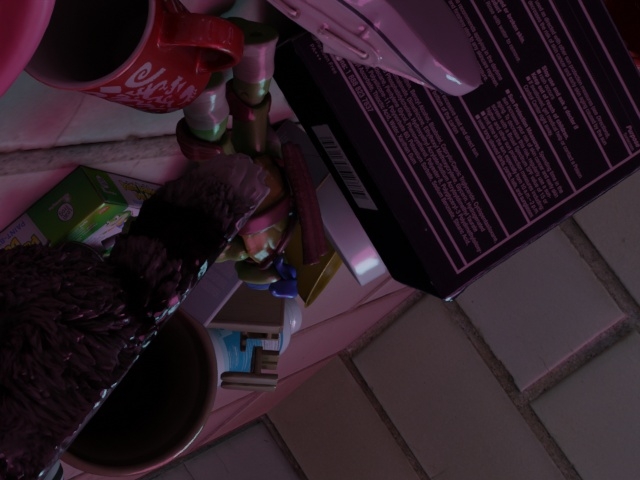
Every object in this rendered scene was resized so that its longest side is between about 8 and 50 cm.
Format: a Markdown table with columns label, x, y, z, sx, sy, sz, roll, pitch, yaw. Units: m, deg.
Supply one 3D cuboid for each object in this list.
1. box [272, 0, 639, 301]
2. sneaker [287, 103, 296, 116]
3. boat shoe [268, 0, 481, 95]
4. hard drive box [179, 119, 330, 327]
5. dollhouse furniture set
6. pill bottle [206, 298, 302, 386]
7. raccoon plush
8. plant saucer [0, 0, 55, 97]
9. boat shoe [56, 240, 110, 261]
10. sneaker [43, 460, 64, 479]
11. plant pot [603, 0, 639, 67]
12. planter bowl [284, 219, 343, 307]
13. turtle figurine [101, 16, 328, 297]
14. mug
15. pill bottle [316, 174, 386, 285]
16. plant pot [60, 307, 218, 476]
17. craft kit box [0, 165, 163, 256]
| label | x | y | z | sx | sy | sz | roll | pitch | yaw |
| --- | --- | --- | --- | --- | --- | --- | --- | --- | --- |
| box | 0.148 | -0.144 | 1.027 | 0.294 | 0.296 | 0.183 | -32 | -169 | -8 |
| sneaker | 0.018 | -0.177 | 1.157 | 0.057 | 0.075 | 0.161 | -24 | 163 | -39 |
| boat shoe | 0.029 | -0.197 | 0.855 | 0.267 | 0.096 | 0.088 | 26 | 139 | -36 |
| hard drive box | -0.097 | -0.020 | 1.291 | 0.181 | 0.089 | 0.232 | -52 | -177 | -40 |
| dollhouse furniture set | -0.142 | 0.115 | 1.586 | 0.161 | 0.212 | 0.242 | 4 | 161 | -4 |
| pill bottle | -0.157 | 0.175 | 1.852 | 0.264 | 0.146 | 0.146 | -23 | 163 | -44 |
| raccoon plush | -0.283 | 0.032 | 0.763 | 0.216 | 0.299 | 0.446 | -48 | -175 | 49 |
| plant saucer | -0.307 | -0.119 | 0.531 | 0.332 | 0.084 | 0.332 | -33 | 167 | -9 |
| boat shoe | -0.253 | 0.048 | 1.113 | 0.233 | 0.084 | 0.079 | 90 | 17 | -66 |
| sneaker | -0.478 | 0.302 | 1.246 | 0.169 | 0.257 | 0.447 | -39 | 166 | 21 |
| plant pot | 0.507 | -0.364 | 1.485 | 0.191 | 0.191 | 0.174 | -43 | 174 | 33 |
| planter bowl | 0.000 | 0.000 | 1.672 | 0.217 | 0.090 | 0.217 | -54 | 173 | -9 |
| turtle figurine | -0.122 | -0.081 | 0.982 | 0.198 | 0.274 | 0.266 | -19 | 134 | -20 |
| mug | -0.136 | -0.143 | 0.750 | 0.113 | 0.150 | 0.169 | -54 | 170 | 4 |
| pill bottle | 0.185 | -0.113 | 1.462 | 0.408 | 0.229 | 0.229 | -33 | 167 | -2 |
| plant pot | -0.300 | 0.199 | 1.426 | 0.263 | 0.263 | 0.229 | -30 | -177 | -21 |
| craft kit box | -0.292 | 0.022 | 1.157 | 0.250 | 0.061 | 0.247 | -37 | 170 | 11 |
